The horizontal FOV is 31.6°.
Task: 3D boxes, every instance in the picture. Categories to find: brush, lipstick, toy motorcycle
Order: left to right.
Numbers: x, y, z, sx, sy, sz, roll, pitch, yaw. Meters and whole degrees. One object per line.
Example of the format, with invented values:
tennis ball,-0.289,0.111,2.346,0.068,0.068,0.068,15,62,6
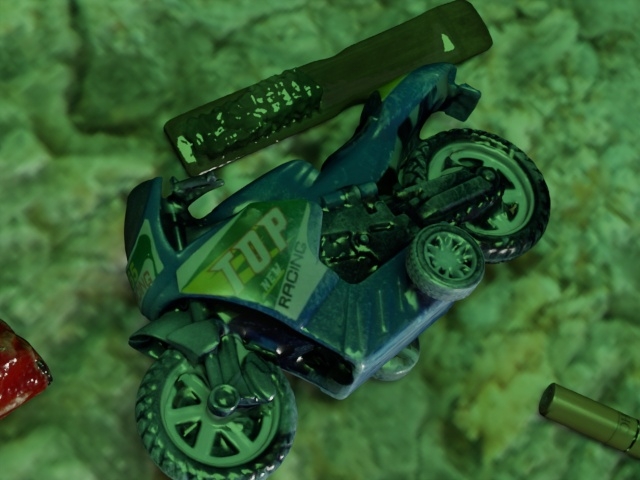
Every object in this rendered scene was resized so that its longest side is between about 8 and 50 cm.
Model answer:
toy motorcycle,0.000,0.000,0.521,0.254,0.092,0.135,-36,75,-31
brush,0.011,-0.085,0.582,0.190,0.027,0.034,-25,82,-21
lipstick,0.154,0.097,0.564,0.094,0.019,0.019,24,68,-6

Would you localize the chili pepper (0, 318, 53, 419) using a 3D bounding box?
chili pepper,-0.177,0.075,0.461,0.073,0.070,0.123,49,64,-14
